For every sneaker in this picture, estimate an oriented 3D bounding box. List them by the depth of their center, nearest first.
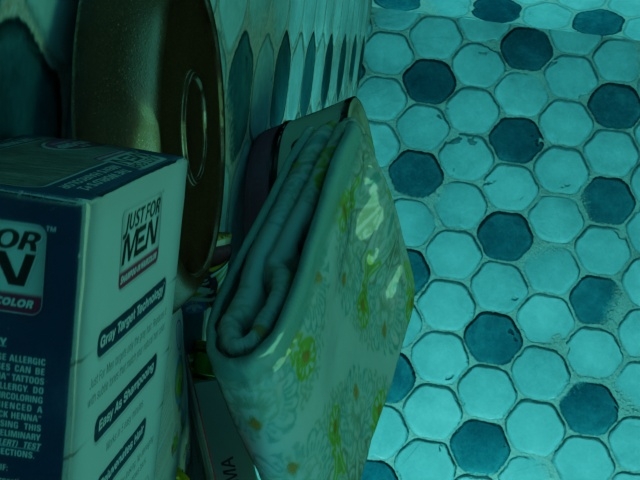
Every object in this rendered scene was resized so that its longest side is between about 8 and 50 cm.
[{"bbox_3d":[-0.119,0.032,0.978,0.185,0.070,0.083,-39,133,-88],"label":"sneaker"}]

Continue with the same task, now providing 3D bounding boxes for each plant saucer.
[{"bbox_3d":[-0.115,-0.084,0.760,0.310,0.050,0.310,0,90,-86],"label":"plant saucer"}]

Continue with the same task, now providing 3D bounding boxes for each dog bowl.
[{"bbox_3d":[0.000,0.000,1.480,0.408,0.150,0.408,-5,90,-79],"label":"dog bowl"}]

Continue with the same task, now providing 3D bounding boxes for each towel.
[{"bbox_3d":[0.008,0.091,1.088,0.374,0.090,0.320,-66,148,-42],"label":"towel"}]

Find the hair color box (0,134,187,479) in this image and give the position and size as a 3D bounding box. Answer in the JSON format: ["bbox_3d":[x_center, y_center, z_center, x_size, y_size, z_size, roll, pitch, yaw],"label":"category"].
[{"bbox_3d":[-0.156,0.127,0.535,0.174,0.105,0.347,-61,159,-77],"label":"hair color box"}]

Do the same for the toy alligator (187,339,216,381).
[{"bbox_3d":[-0.130,0.148,1.187,0.189,0.051,0.056,76,22,-77],"label":"toy alligator"}]

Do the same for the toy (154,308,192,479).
[{"bbox_3d":[-0.152,0.151,0.881,0.137,0.056,0.237,-82,169,-61],"label":"toy"}]

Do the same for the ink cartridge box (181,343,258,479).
[{"bbox_3d":[-0.090,0.263,1.013,0.261,0.066,0.296,100,-23,-47],"label":"ink cartridge box"}]
